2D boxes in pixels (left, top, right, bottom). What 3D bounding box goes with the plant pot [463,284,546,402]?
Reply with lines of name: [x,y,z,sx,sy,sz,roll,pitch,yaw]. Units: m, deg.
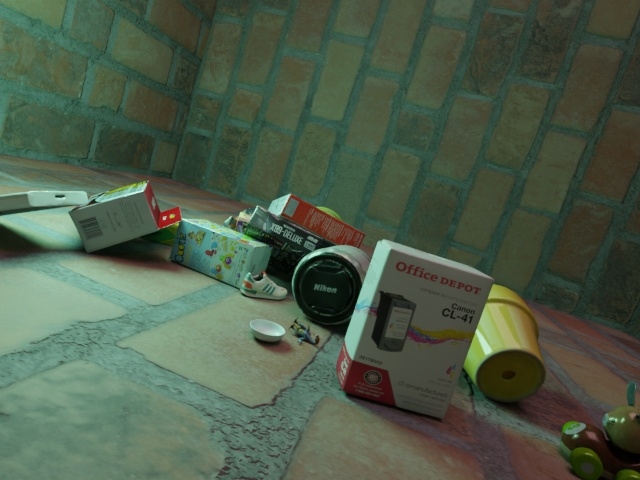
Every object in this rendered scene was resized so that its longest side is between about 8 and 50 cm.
plant pot: [0.461,0.280,1.058,0.254,0.253,0.239,17,24,-1]

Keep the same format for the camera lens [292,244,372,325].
camera lens: [0.053,0.126,1.220,0.220,0.219,0.274,20,8,16]

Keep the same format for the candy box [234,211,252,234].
candy box: [-0.291,-0.017,1.599,0.109,0.186,0.053,17,40,-12]

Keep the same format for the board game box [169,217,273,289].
board game box: [-0.320,0.037,1.303,0.276,0.144,0.142,20,8,15]

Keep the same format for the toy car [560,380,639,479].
toy car: [0.582,0.370,0.788,0.149,0.188,0.155,21,8,24]

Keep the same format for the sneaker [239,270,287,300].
sneaker: [-0.162,0.135,1.217,0.162,0.075,0.057,11,10,-36]

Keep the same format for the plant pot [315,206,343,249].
plant pot: [0.000,0.000,1.819,0.277,0.275,0.254,16,11,-10]

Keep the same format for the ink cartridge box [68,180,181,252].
ink cartridge box: [-0.596,-0.099,1.270,0.272,0.129,0.309,-19,20,-16]

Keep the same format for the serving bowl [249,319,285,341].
serving bowl: [-0.125,0.213,0.927,0.084,0.027,0.083,17,7,-2]

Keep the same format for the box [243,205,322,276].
box: [-0.156,0.015,1.426,0.243,0.076,0.307,27,-24,-8]

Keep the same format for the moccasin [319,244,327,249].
moccasin: [0.061,0.137,1.509,0.117,0.137,0.342,-3,39,-46]

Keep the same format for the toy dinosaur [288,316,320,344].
toy dinosaur: [-0.035,0.227,0.994,0.082,0.047,0.090,37,1,9]

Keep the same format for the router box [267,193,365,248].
router box: [-0.036,-0.055,1.490,0.301,0.082,0.335,27,-7,-16]

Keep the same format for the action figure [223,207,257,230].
action figure: [-0.320,-0.087,2.094,0.342,0.178,0.330,15,17,-3]

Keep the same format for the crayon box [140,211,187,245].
crayon box: [-0.538,-0.033,1.544,0.319,0.081,0.202,16,8,-7]

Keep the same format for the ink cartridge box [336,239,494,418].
ink cartridge box: [0.185,0.178,0.831,0.226,0.305,0.131,17,8,-4]

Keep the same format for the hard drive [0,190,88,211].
hard drive: [-0.813,-0.090,1.039,0.308,0.040,0.203,-6,6,7]
